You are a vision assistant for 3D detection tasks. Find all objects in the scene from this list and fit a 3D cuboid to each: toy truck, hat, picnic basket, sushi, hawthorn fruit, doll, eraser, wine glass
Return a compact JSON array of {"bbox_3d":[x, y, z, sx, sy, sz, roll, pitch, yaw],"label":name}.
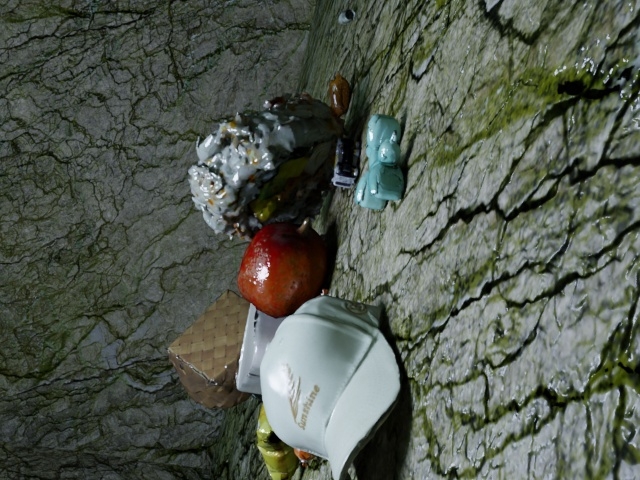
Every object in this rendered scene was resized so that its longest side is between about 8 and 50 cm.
[{"bbox_3d":[0.055,-0.172,1.361,0.062,0.052,0.123,108,170,-56],"label":"toy truck"},{"bbox_3d":[-0.003,0.234,0.879,0.301,0.168,0.257,-111,33,-73],"label":"hat"},{"bbox_3d":[-0.244,0.365,1.836,0.293,0.337,0.337,25,108,36],"label":"picnic basket"},{"bbox_3d":[-0.106,-0.165,1.432,0.176,0.418,0.417,50,143,23],"label":"sushi"},{"bbox_3d":[-0.074,0.055,1.418,0.249,0.215,0.215,-57,18,23],"label":"hawthorn fruit"},{"bbox_3d":[0.101,-0.133,1.036,0.159,0.059,0.158,180,100,-81],"label":"doll"},{"bbox_3d":[-0.109,0.218,1.569,0.331,0.150,0.331,-171,90,-80],"label":"eraser"},{"bbox_3d":[0.078,-0.662,1.841,0.083,0.042,0.038,-122,16,-73],"label":"wine glass"},{"bbox_3d":[0.048,-0.380,1.618,0.060,0.062,0.117,-144,64,-66],"label":"sushi"}]

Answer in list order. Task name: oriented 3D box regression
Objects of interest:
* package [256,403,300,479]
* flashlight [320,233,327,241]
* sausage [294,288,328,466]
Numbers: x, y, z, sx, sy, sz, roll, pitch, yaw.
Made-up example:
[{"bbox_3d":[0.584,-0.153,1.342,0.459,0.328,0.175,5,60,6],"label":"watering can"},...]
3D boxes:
[{"bbox_3d":[-0.076,0.383,1.254,0.168,0.090,0.226,-77,-15,-45],"label":"package"},{"bbox_3d":[0.000,0.000,1.567,0.083,0.018,0.018,141,139,-75],"label":"flashlight"},{"bbox_3d":[-0.011,0.261,1.223,0.053,0.053,0.347,123,156,-65],"label":"sausage"}]
